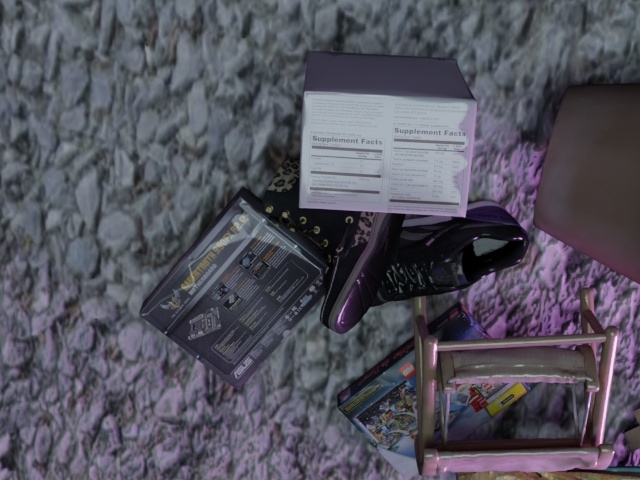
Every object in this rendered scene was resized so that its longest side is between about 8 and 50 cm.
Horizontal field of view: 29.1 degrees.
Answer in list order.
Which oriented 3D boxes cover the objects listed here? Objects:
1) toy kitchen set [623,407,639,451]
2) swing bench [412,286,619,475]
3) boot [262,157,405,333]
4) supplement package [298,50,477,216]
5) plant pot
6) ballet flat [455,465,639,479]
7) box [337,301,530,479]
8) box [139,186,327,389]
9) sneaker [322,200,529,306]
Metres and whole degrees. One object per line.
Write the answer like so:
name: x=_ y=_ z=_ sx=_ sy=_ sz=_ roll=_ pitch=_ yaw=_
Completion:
toy kitchen set: x=0.499 y=0.282 z=1.813 sx=0.068 sy=0.075 sz=0.083 roll=-42 pitch=66 yaw=50
swing bench: x=0.258 y=0.211 z=1.671 sx=0.253 sy=0.165 sz=0.255 roll=-3 pitch=109 yaw=0
boot: x=0.001 y=0.000 z=1.625 sx=0.178 sy=0.085 sz=0.236 roll=15 pitch=65 yaw=20
supplement package: x=0.078 y=-0.141 z=1.552 sx=0.204 sy=0.262 sz=0.145 roll=3 pitch=108 yaw=0
plant pot: x=0.430 y=-0.074 z=1.572 sx=0.280 sy=0.323 sz=0.323 roll=15 pitch=109 yaw=14
ballet flat: x=0.369 y=0.373 z=1.789 sx=0.348 sy=0.123 sz=0.123 roll=4 pitch=109 yaw=4
box: x=0.162 y=0.220 z=1.785 sx=0.233 sy=0.044 sz=0.159 roll=-39 pitch=104 yaw=12
box: x=-0.113 y=0.070 z=1.734 sx=0.183 sy=0.056 sz=0.231 roll=38 pitch=104 yaw=-11
sneaker: x=0.140 y=0.027 z=1.654 sx=0.283 sy=0.124 sz=0.107 roll=-22 pitch=109 yaw=-4
